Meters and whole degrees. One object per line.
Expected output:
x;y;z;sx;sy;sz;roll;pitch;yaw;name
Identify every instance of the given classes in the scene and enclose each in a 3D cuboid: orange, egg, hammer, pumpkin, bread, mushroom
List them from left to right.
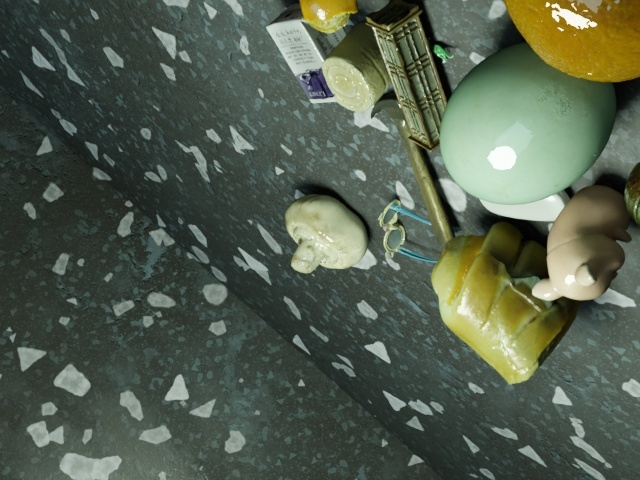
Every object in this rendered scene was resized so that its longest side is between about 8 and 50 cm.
0.000;0.000;2.540;0.260;0.234;0.254;23;153;37;mushroom
0.018;-0.503;1.787;0.134;0.157;0.157;-11;133;15;orange
0.094;-0.376;1.887;0.134;0.141;0.148;20;149;34;bread
0.243;-0.164;2.096;0.168;0.044;0.440;15;140;47;hammer
0.428;0.111;2.005;0.341;0.300;0.210;45;155;5;bread
0.367;-0.209;1.577;0.276;0.276;0.389;43;153;-2;egg
0.404;-0.384;1.202;0.322;0.322;0.357;40;166;7;orange
0.641;-0.066;1.614;0.183;0.107;0.119;18;141;40;pumpkin

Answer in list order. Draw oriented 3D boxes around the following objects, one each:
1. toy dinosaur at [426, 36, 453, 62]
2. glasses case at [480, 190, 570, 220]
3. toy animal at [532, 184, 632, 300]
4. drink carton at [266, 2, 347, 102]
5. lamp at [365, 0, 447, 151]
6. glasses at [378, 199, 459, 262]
0.241;-0.392;1.779;0.062;0.021;0.083;56;161;-9;toy dinosaur
0.445;-0.092;1.919;0.233;0.059;0.092;10;138;52;glasses case
0.527;0.004;1.718;0.154;0.250;0.166;23;153;4;toy animal
-0.006;-0.432;1.996;0.134;0.102;0.222;10;141;53;drink carton
0.196;-0.342;1.824;0.090;0.089;0.325;41;163;48;lamp
0.274;-0.024;2.326;0.220;0.088;0.190;8;141;20;glasses
